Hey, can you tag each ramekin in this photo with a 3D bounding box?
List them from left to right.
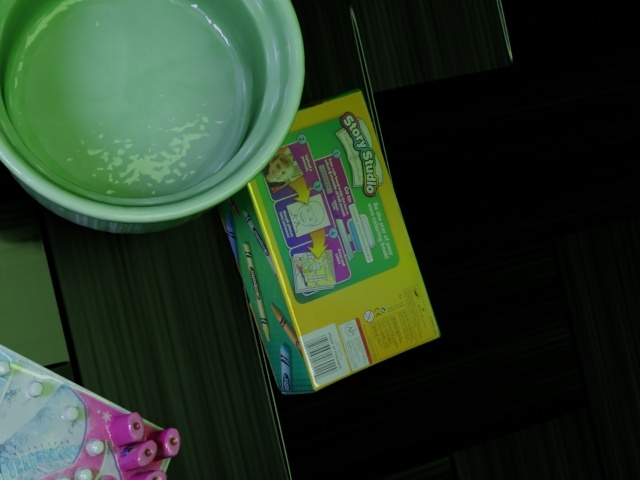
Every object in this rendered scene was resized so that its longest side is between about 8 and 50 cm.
[{"bbox_3d":[-0.175,-0.150,1.482,0.303,0.148,0.303,2,78,-10],"label":"ramekin"}]

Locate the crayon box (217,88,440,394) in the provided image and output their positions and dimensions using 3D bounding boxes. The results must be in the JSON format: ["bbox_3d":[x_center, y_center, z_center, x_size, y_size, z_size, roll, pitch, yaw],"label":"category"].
[{"bbox_3d":[0.000,0.000,1.649,0.165,0.081,0.278,-21,95,-30],"label":"crayon box"}]

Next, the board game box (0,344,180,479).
[{"bbox_3d":[-0.341,0.263,1.409,0.390,0.050,0.390,31,61,-23],"label":"board game box"}]
